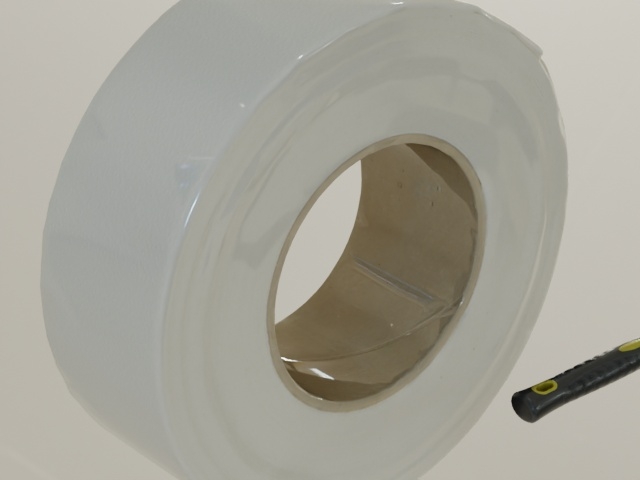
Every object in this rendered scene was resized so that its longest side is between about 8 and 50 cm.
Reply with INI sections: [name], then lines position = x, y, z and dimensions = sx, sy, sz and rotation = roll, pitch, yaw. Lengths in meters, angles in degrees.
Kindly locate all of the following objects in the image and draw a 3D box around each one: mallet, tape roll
[mallet]
position = 0.167, 0.044, 0.960
dimensions = 0.062, 0.189, 0.039
rotation = 44, -36, 50
[tape roll]
position = 0.000, 0.000, 0.997
dimensions = 0.100, 0.286, 0.286
rotation = 27, -19, 42
